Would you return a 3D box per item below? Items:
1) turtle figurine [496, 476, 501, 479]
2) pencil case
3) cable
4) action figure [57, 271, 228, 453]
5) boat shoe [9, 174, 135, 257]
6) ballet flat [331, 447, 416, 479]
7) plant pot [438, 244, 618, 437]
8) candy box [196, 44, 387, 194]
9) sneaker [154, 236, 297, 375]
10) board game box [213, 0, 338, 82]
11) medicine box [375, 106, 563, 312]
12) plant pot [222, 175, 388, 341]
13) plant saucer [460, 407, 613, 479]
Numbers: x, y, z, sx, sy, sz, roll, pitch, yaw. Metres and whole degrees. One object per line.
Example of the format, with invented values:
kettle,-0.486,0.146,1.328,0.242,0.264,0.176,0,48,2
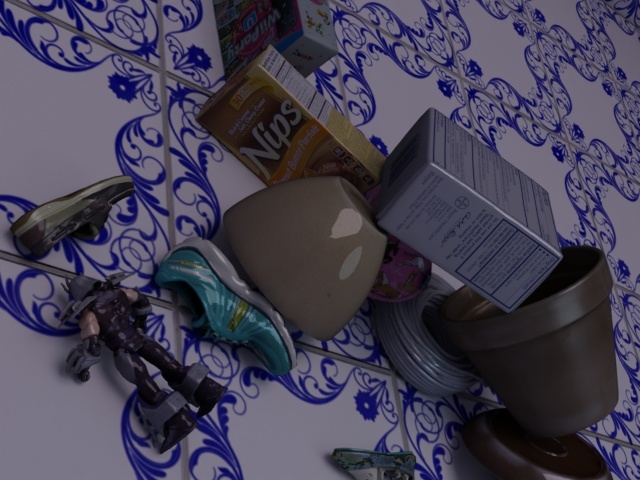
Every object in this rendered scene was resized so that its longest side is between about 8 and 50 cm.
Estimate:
turtle figurine,0.400,0.472,1.970,0.175,0.118,0.234,27,23,24
pencil case,0.155,-0.039,2.008,0.386,0.167,0.160,-72,158,-60
cable,0.217,0.179,2.016,0.257,0.089,0.257,14,51,-42
action figure,-0.270,0.156,1.464,0.285,0.099,0.185,49,42,-2
boat shoe,-0.357,-0.034,1.534,0.223,0.080,0.073,-31,92,-50
ballet flat,0.095,0.383,1.732,0.188,0.070,0.070,12,53,-40
plant pot,0.421,0.199,1.929,0.323,0.323,0.280,-40,109,-55
candy box,-0.051,-0.188,1.919,0.316,0.183,0.087,42,36,-18
sneaker,-0.152,0.122,1.647,0.275,0.107,0.110,45,55,-6
board game box,-0.095,-0.438,2.037,0.097,0.224,0.303,19,48,-42
medicine box,0.259,-0.058,1.805,0.289,0.149,0.263,35,26,-11
plant pot,0.000,0.000,1.739,0.284,0.191,0.284,47,14,-15
plant saucer,0.420,0.401,1.955,0.311,0.050,0.310,18,17,-6
